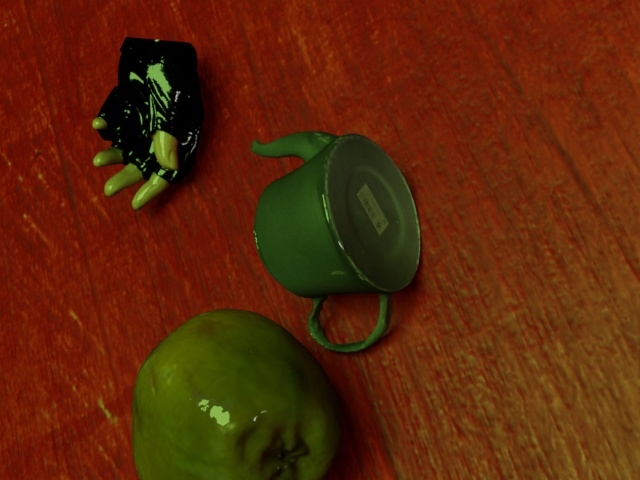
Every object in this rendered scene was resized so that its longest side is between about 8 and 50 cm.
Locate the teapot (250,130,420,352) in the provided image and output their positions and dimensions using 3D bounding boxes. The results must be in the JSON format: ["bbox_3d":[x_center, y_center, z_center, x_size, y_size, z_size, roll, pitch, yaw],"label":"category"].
[{"bbox_3d":[0.000,0.000,1.003,0.149,0.162,0.239,-18,95,33],"label":"teapot"}]

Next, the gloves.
[{"bbox_3d":[-0.205,-0.139,1.181,0.164,0.124,0.203,19,105,55],"label":"gloves"}]

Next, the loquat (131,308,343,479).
[{"bbox_3d":[-0.092,0.168,0.966,0.246,0.213,0.213,21,84,59],"label":"loquat"}]
